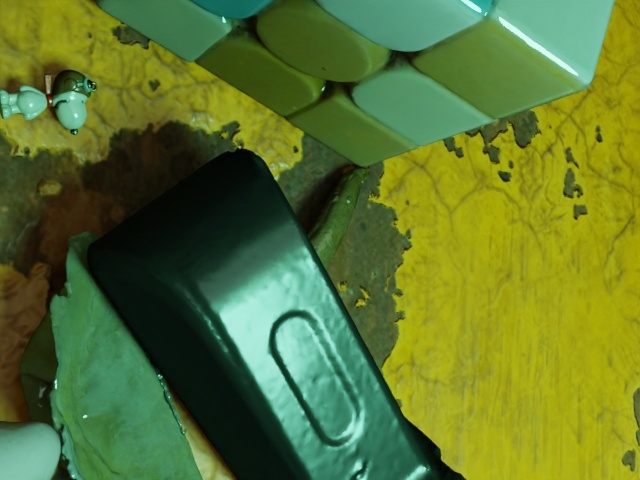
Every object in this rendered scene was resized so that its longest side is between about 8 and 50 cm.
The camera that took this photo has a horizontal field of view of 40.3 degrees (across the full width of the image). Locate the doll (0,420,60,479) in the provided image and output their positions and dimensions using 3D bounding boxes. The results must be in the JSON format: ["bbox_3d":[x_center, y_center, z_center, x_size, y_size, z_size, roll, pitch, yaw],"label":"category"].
[{"bbox_3d":[-0.321,0.118,0.612,0.365,0.160,0.094,27,70,-5],"label":"doll"}]

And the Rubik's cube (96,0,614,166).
[{"bbox_3d":[0.052,-0.316,0.804,0.344,0.347,0.346,29,71,-24],"label":"Rubik's cube"}]

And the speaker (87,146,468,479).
[{"bbox_3d":[-0.012,0.123,0.767,0.180,0.184,0.388,-38,113,-20],"label":"speaker"}]

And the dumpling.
[{"bbox_3d":[-0.191,0.166,0.755,0.166,0.086,0.332,-32,101,-61],"label":"dumpling"}]

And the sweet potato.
[{"bbox_3d":[0.000,0.000,0.905,0.050,0.050,0.214,38,67,-20],"label":"sweet potato"}]

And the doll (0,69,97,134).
[{"bbox_3d":[-0.247,-0.130,0.790,0.085,0.040,0.058,11,89,-28],"label":"doll"}]
